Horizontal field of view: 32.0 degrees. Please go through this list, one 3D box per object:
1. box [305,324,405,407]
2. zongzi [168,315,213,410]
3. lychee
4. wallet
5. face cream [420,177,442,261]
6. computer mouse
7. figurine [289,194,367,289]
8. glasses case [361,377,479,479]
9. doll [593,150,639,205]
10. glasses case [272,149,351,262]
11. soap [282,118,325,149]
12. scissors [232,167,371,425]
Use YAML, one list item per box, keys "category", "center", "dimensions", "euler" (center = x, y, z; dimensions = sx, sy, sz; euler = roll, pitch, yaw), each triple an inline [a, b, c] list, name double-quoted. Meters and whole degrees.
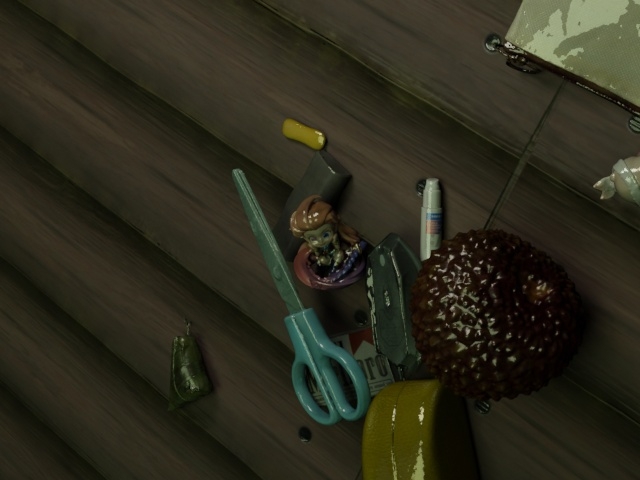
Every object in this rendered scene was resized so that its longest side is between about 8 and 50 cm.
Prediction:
- category: "box"
  center: [0.048, 0.209, 1.855]
  dimensions: [0.177, 0.036, 0.115]
  euler: [-19, 86, 35]
- category: "zongzi"
  center: [-0.267, 0.228, 2.062]
  dimensions: [0.130, 0.062, 0.154]
  euler: [-33, 73, 45]
- category: "lychee"
  center: [0.239, 0.121, 1.603]
  dimensions: [0.271, 0.271, 0.271]
  euler: [6, 101, 33]
- category: "wallet"
  center: [0.423, -0.300, 1.512]
  dimensions: [0.335, 0.068, 0.274]
  euler: [30, 117, 20]
- category: "face cream"
  center: [0.172, -0.032, 1.735]
  dimensions: [0.034, 0.034, 0.130]
  euler: [6, 100, 33]
- category: "computer mouse"
  center: [0.131, 0.101, 1.745]
  dimensions: [0.126, 0.071, 0.231]
  euler: [161, 102, -66]
- category: "figurine"
  center: [0.003, -0.001, 1.800]
  dimensions: [0.126, 0.114, 0.157]
  euler: [-18, 106, 18]
- category: "glasses case"
  center: [0.157, 0.403, 1.727]
  dimensions: [0.141, 0.173, 0.371]
  euler: [-11, 91, 31]
- category: "doll"
  center: [0.440, -0.092, 1.532]
  dimensions: [0.127, 0.073, 0.084]
  euler: [-9, 60, 30]
- category: "glasses case"
  center: [-0.022, -0.055, 1.860]
  dimensions: [0.072, 0.042, 0.190]
  euler: [45, 119, 29]
- category: "soap"
  center: [-0.028, -0.177, 1.858]
  dimensions: [0.089, 0.012, 0.034]
  euler: [27, 112, 28]
- category: "scissors"
  center: [-0.049, 0.088, 1.807]
  dimensions: [0.192, 0.029, 0.447]
  euler: [-26, 88, 57]
